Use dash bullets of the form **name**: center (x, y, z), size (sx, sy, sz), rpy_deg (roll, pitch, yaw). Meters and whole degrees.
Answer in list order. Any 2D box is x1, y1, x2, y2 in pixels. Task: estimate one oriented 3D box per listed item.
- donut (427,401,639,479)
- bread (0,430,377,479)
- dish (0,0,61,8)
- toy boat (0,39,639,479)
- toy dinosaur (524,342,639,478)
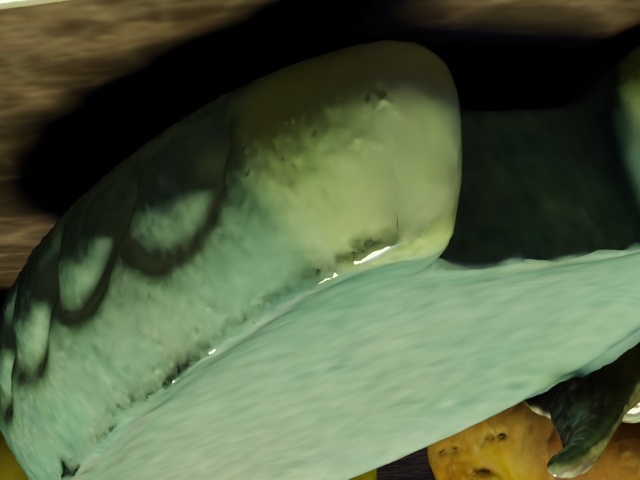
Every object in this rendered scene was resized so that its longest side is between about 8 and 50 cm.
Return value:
- **donut**: center (0.210, 0.141, 1.017), size (0.317, 0.150, 0.299), rpy_deg (30, 164, 10)
- **bread**: center (-0.130, 0.148, 1.037), size (0.251, 0.208, 0.376), rpy_deg (-3, 175, 45)
- **dish**: center (-0.101, -0.076, 0.256), size (0.234, 0.064, 0.154), rpy_deg (-4, 169, -3)
- **toy boat**: center (0.000, 0.000, 0.674), size (0.215, 0.123, 0.330), rpy_deg (-9, 161, -29)
- **toy dinosaur**: center (0.162, 0.026, 0.822), size (0.162, 0.077, 0.294), rpy_deg (-26, 173, 20)
